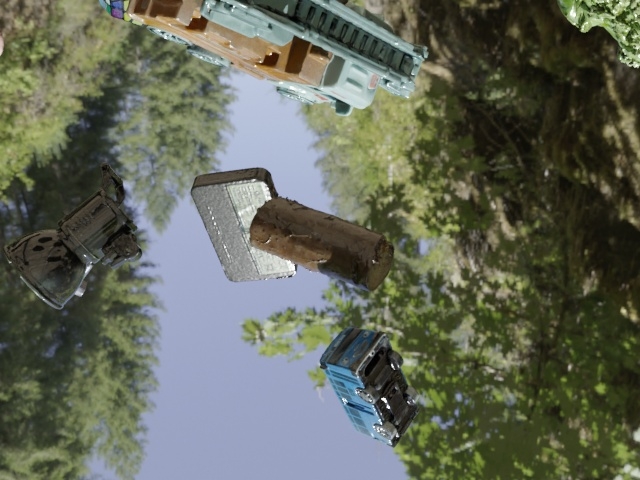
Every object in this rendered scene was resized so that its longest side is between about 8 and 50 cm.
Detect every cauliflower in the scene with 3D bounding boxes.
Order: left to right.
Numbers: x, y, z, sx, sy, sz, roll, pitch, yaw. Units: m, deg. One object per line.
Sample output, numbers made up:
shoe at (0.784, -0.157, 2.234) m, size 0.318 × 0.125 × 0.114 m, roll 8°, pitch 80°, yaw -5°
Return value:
cauliflower at (0.535, -0.414, 1.186) m, size 0.250 × 0.275 × 0.272 m, roll 7°, pitch -114°, yaw 34°

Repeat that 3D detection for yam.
yam at (-0.001, 0.001, 1.350) m, size 0.280 × 0.131 × 0.131 m, roll 20°, pitch -145°, yaw 23°

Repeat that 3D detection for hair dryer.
hair dryer at (-0.549, 0.075, 1.558) m, size 0.063 × 0.114 × 0.037 m, roll 30°, pitch -149°, yaw -26°

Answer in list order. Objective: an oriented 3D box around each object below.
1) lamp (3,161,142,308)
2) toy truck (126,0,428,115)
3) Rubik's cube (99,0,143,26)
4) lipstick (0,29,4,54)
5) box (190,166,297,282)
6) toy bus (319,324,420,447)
lamp at (-0.413, 0.000, 1.211) m, size 0.227 × 0.147 × 0.172 m, roll -39°, pitch -109°, yaw -8°
toy truck at (-0.023, -0.236, 0.770) m, size 0.184 × 0.132 × 0.338 m, roll 25°, pitch -173°, yaw 42°
Rubik's cube at (-0.296, -0.409, 1.086) m, size 0.133 × 0.133 × 0.112 m, roll -1°, pitch 179°, yaw 2°
lipstick at (-0.773, -0.375, 1.311) m, size 0.087 × 0.087 × 0.327 m, roll 12°, pitch -155°, yaw 25°
box at (-0.196, -0.033, 1.832) m, size 0.211 × 0.350 × 0.058 m, roll -6°, pitch -141°, yaw 11°
toy bus at (0.095, 0.281, 1.341) m, size 0.134 × 0.234 × 0.116 m, roll 11°, pitch -133°, yaw 43°
